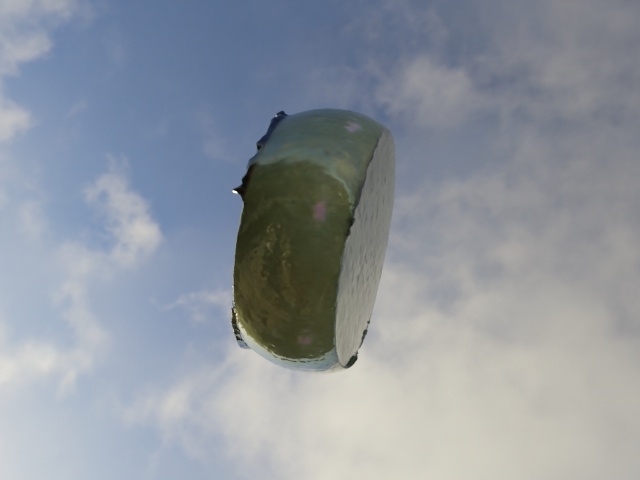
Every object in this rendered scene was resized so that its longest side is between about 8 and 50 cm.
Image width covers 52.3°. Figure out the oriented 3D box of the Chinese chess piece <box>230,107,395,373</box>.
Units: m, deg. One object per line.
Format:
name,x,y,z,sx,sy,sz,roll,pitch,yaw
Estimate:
Chinese chess piece,0.000,0.000,0.870,0.146,0.349,0.349,10,-62,14
